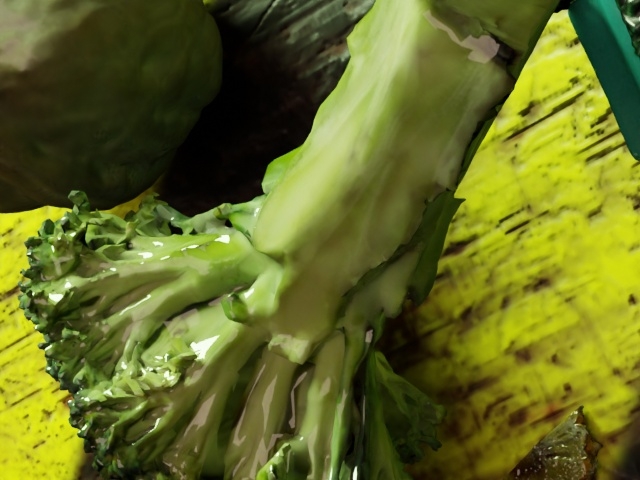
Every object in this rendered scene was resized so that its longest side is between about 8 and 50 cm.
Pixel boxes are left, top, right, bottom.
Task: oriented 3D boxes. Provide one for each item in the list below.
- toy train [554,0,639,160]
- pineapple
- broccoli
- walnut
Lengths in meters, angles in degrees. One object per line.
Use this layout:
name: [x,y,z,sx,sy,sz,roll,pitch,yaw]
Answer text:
toy train: [0.229,-0.114,0.949,0.203,0.163,0.112,-32,75,28]
pineapple: [0.130,0.136,1.095,0.083,0.019,0.045,-45,65,21]
broccoli: [-0.010,-0.015,1.028,0.252,0.221,0.361,35,122,39]
walnut: [-0.170,-0.112,1.164,0.224,0.224,0.224,0,90,32]
